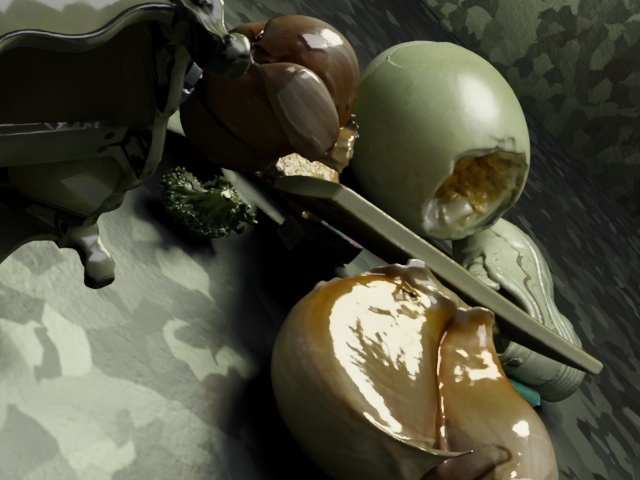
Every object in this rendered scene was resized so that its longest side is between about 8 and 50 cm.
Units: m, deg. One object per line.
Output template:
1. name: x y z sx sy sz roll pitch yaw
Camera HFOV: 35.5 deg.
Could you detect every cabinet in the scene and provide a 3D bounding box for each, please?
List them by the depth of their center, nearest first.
1. cabinet: -0.252 -0.151 0.711 0.227 0.290 0.318 -13 64 -41

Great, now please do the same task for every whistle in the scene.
1. whistle: 0.243 0.202 1.397 0.186 0.039 0.039 28 30 -39

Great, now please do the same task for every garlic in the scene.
1. garlic: 0.100 0.171 0.977 0.286 0.249 0.313 57 20 -35
2. garlic: -0.060 -0.180 1.196 0.191 0.214 0.160 55 55 -33

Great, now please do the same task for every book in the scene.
1. book: 0.132 0.037 1.209 0.389 0.032 0.269 33 -4 -16

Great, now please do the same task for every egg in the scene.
1. egg: 0.169 -0.174 1.563 0.278 0.278 0.336 22 30 -46

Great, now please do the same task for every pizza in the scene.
1. pizza: -0.066 -0.116 1.342 0.199 0.062 0.188 25 45 -26

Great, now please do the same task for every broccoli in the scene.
1. broccoli: -0.123 -0.043 1.085 0.095 0.092 0.097 -28 92 -46

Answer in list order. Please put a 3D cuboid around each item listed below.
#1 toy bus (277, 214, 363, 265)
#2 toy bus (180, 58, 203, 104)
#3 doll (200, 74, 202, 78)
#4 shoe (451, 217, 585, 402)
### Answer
1. toy bus: 0.000 0.000 1.298 0.131 0.037 0.052 12 37 -52
2. toy bus: -0.211 -0.241 1.191 0.125 0.133 0.292 32 29 -21
3. doll: -0.108 -0.213 1.364 0.228 0.075 0.102 6 43 -27
4. shoe: 0.268 0.075 1.522 0.211 0.132 0.342 25 35 -48
